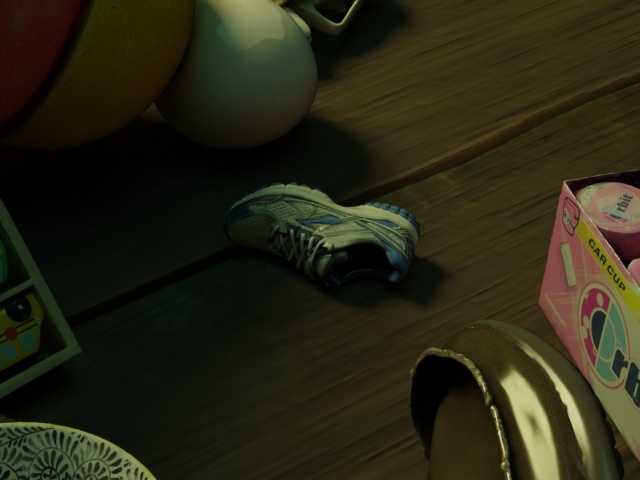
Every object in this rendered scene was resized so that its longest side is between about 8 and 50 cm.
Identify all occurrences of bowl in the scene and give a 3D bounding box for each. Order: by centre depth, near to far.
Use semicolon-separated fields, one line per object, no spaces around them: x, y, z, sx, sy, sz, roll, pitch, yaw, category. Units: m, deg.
-0.163;0.185;1.000;0.170;0.080;0.170;4;41;-3;bowl

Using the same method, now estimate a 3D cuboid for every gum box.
0.210;0.056;1.175;0.062;0.107;0.188;-10;43;-18;gum box

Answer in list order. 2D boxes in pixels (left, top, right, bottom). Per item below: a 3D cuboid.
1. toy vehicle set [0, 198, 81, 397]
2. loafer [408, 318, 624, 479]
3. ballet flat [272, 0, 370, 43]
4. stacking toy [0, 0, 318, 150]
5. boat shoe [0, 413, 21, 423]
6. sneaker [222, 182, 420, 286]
-0.289;0.055;1.096;0.267;0.035;0.166;-30;92;-34;toy vehicle set
0.101;0.183;0.991;0.130;0.134;0.366;-5;41;-13;loafer
-0.020;-0.180;1.460;0.067;0.073;0.206;40;53;15;ballet flat
-0.204;-0.167;1.251;0.480;0.350;0.350;20;33;-28;stacking toy
-0.235;0.136;1.060;0.153;0.056;0.048;-33;88;-29;boat shoe
0.000;0.000;1.262;0.135;0.052;0.058;6;44;0;sneaker
